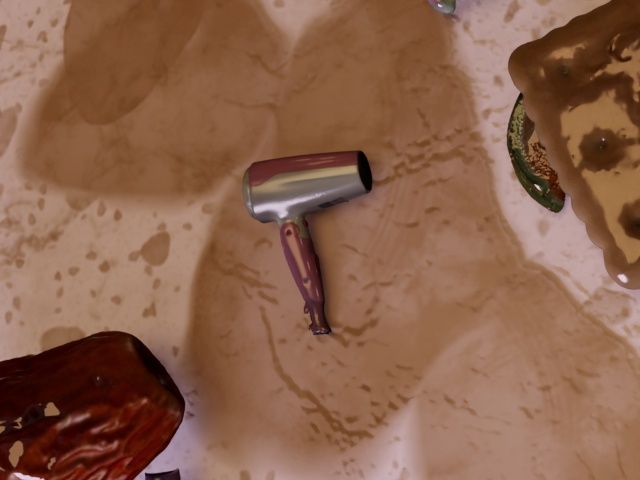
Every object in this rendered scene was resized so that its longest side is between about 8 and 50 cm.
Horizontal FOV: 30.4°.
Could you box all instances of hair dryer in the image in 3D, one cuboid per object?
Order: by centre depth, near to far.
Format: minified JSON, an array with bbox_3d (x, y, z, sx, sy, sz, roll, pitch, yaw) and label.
[{"bbox_3d":[-0.006,0.003,1.001,0.106,0.054,0.154,-6,87,20],"label":"hair dryer"}]

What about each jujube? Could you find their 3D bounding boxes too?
[{"bbox_3d":[-0.245,0.174,1.004,0.255,0.190,0.190,-34,66,2],"label":"jujube"}]

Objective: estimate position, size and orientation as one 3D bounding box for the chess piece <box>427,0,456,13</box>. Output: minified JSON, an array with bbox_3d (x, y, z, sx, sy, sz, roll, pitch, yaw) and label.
[{"bbox_3d":[0.164,-0.304,0.945,0.139,0.139,0.272,40,110,27],"label":"chess piece"}]

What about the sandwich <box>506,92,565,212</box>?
[{"bbox_3d":[0.181,-0.090,0.930,0.067,0.029,0.135,6,80,28],"label":"sandwich"}]

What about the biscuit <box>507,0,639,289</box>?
[{"bbox_3d":[0.316,-0.123,0.848,0.325,0.044,0.217,-26,70,14],"label":"biscuit"}]

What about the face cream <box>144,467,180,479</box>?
[{"bbox_3d":[-0.116,0.325,0.963,0.078,0.078,0.273,-14,74,23],"label":"face cream"}]
